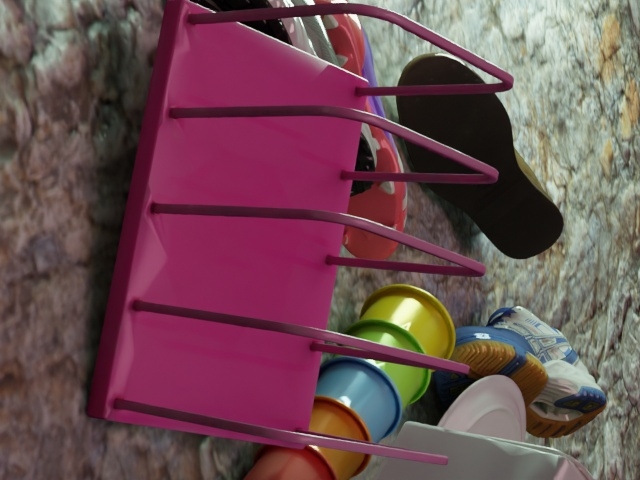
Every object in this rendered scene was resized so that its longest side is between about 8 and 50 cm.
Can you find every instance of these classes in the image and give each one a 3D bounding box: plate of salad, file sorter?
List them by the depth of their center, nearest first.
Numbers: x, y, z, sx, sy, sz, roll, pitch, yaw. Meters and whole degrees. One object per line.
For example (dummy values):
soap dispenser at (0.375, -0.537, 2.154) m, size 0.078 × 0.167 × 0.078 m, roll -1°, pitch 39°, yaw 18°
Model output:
file sorter at (0.000, 0.000, 1.011) m, size 0.202 × 0.182 × 0.290 m, roll 17°, pitch 80°, yaw -47°
plate of salad at (0.145, 0.228, 1.493) m, size 0.200 × 0.048 × 0.199 m, roll -26°, pitch 125°, yaw -43°

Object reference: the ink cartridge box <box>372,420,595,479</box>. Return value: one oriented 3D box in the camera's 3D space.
ink cartridge box at (0.096, 0.377, 1.093) m, size 0.395 × 0.166 × 0.285 m, roll -57°, pitch 131°, yaw -24°

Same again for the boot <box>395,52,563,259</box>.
boot at (0.155, -0.105, 1.586) m, size 0.305 × 0.112 × 0.115 m, roll 50°, pitch 12°, yaw -42°

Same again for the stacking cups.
stacking cups at (0.022, 0.143, 1.229) m, size 0.316 × 0.096 × 0.096 m, roll -46°, pitch 125°, yaw -57°

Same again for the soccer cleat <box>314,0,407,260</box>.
soccer cleat at (0.031, -0.104, 1.322) m, size 0.095 × 0.083 × 0.248 m, roll -50°, pitch 126°, yaw -62°

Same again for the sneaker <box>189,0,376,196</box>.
sneaker at (-0.021, -0.140, 1.202) m, size 0.108 × 0.100 × 0.271 m, roll -77°, pitch 148°, yaw -43°

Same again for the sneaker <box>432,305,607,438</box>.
sneaker at (0.196, 0.130, 1.605) m, size 0.296 × 0.112 × 0.131 m, roll 27°, pitch 33°, yaw -52°
